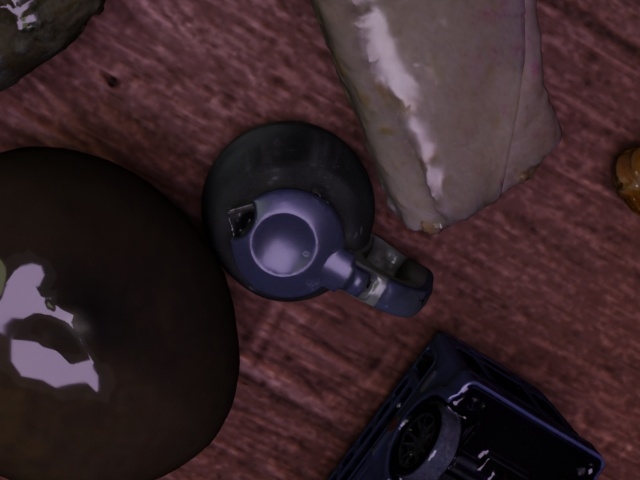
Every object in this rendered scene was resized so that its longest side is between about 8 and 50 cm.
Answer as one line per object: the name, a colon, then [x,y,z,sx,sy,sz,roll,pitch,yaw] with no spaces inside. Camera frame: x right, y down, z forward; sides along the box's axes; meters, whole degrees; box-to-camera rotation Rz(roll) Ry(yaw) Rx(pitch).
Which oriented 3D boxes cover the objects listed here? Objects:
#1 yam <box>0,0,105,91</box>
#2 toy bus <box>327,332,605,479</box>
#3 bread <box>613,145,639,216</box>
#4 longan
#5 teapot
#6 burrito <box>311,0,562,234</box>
yam: [-0.273,-0.109,0.624,0.330,0.133,0.133,-24,107,1]
toy bus: [0.046,0.213,0.732,0.125,0.133,0.292,31,101,-17]
bread: [0.263,-0.062,0.699,0.157,0.044,0.052,-26,101,5]
longan: [-0.151,0.046,0.640,0.196,0.196,0.220,-42,119,10]
teapot: [-0.010,0.004,0.676,0.111,0.108,0.149,-32,105,9]
burrito: [0.050,-0.164,0.626,0.143,0.105,0.299,-24,109,-20]
